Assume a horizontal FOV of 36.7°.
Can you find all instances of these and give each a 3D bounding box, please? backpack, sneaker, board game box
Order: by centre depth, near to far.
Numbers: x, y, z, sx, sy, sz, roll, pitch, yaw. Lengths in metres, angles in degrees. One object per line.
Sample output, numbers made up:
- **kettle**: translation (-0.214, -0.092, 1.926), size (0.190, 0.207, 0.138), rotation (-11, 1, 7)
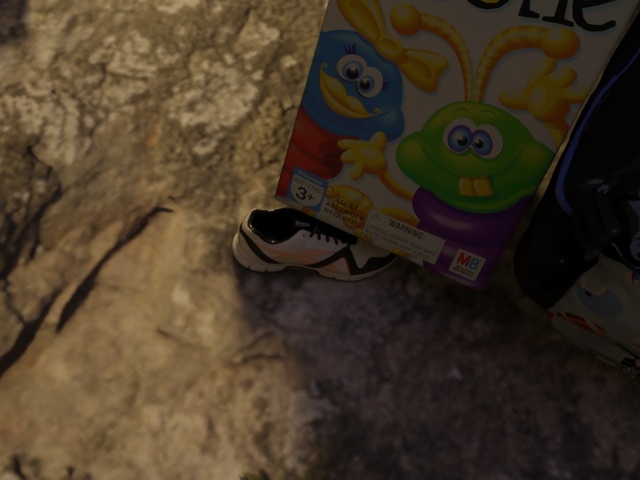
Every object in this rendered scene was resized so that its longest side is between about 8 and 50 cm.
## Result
- **board game box**: translation (0.088, -0.131, 0.531), size (0.144, 0.275, 0.142), rotation (24, 45, 6)
- **backpack**: translation (0.270, -0.009, 0.547), size (0.263, 0.213, 0.276), rotation (27, 69, 16)
- **sneaker**: translation (0.000, 0.000, 0.606), size (0.109, 0.043, 0.040), rotation (-1, 63, -8)
